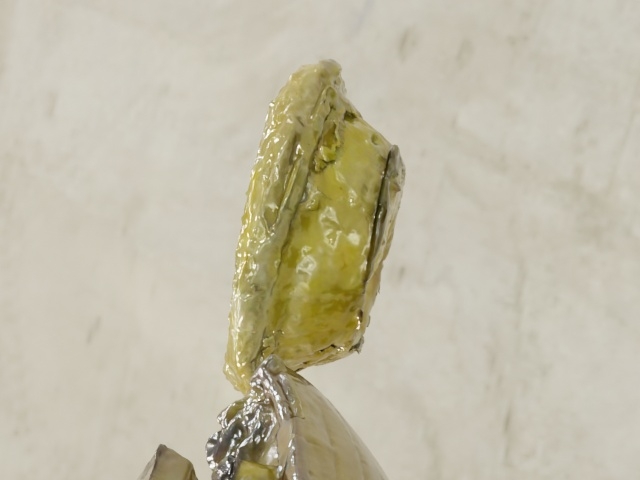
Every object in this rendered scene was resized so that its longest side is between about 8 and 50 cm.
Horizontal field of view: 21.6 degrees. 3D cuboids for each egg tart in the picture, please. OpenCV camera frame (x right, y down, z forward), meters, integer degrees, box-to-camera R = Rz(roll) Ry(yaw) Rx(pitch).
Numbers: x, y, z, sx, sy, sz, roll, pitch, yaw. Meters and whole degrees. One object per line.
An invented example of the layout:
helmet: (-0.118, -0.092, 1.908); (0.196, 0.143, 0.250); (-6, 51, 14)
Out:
egg tart: (0.000, 0.000, 0.904); (0.191, 0.074, 0.191); (14, -90, -85)

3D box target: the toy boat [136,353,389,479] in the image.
toy boat: (-0.037, 0.139, 0.566); (0.089, 0.121, 0.321); (-54, 11, 26)
